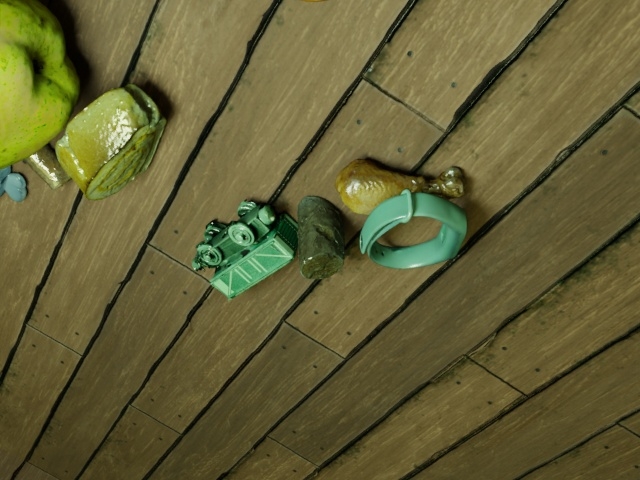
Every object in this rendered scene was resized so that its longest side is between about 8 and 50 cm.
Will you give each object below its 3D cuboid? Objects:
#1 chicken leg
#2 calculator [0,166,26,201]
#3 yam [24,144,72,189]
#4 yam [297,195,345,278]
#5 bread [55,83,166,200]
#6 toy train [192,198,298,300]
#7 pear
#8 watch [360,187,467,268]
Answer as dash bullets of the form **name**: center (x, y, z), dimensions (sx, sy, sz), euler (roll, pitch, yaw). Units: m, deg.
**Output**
- **chicken leg**: center (0.153, -0.103, 1.281), dimensions (0.252, 0.087, 0.107), euler (-1, 137, 11)
- **calculator**: center (-0.829, -0.190, 1.566), dimensions (0.303, 0.042, 0.188), euler (32, 129, -3)
- **yam**: center (-0.663, -0.238, 1.462), dimensions (0.066, 0.066, 0.299), euler (-24, 114, 31)
- **yam**: center (0.000, 0.000, 1.361), dimensions (0.107, 0.183, 0.107), euler (0, 132, 0)
- **bread**: center (-0.408, -0.206, 1.329), dimensions (0.124, 0.186, 0.257), euler (46, 124, 3)
- **toy train**: center (-0.165, 0.011, 1.457), dimensions (0.154, 0.115, 0.269), euler (40, 128, -24)
- **pear**: center (-0.639, -0.307, 1.220), dimensions (0.392, 0.391, 0.390), euler (9, 128, 12)
- **watch**: center (0.181, -0.018, 1.293), dimensions (0.195, 0.068, 0.237), euler (2, 154, -3)
